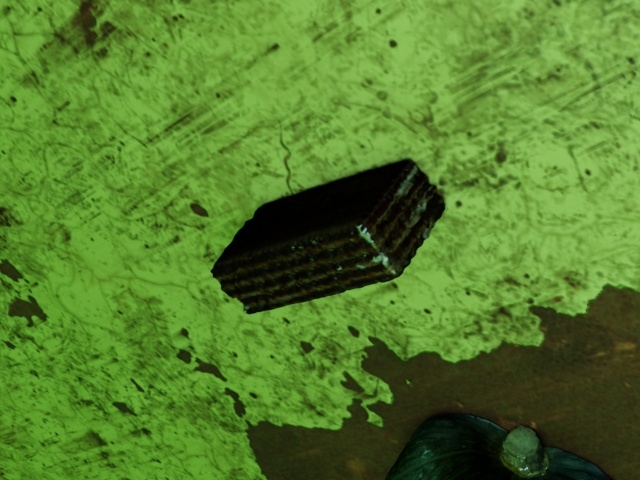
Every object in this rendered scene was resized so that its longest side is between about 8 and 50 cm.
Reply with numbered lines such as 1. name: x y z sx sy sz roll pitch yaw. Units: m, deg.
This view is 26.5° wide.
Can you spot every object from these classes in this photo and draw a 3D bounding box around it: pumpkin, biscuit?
1. pumpkin: 0.192 0.351 1.497 0.293 0.197 0.263 15 136 23
2. biscuit: 0.000 0.000 1.331 0.252 0.106 0.070 -16 119 47
